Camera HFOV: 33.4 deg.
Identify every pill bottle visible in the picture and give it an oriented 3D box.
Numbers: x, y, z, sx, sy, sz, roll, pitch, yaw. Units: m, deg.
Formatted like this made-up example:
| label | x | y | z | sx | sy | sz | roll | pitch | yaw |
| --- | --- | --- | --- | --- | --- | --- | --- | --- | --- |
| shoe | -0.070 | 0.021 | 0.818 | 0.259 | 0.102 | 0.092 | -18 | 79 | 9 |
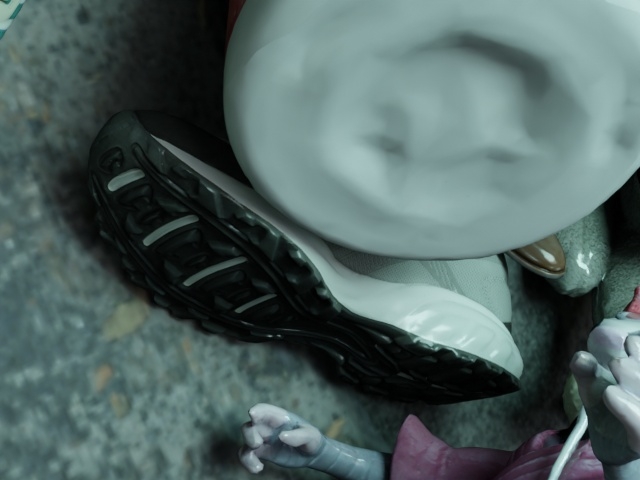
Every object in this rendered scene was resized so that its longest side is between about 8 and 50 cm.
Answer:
| label | x | y | z | sx | sy | sz | roll | pitch | yaw |
| --- | --- | --- | --- | --- | --- | --- | --- | --- | --- |
| pill bottle | 0.048 | -0.162 | 0.510 | 0.176 | 0.176 | 0.319 | 28 | 42 | -29 |

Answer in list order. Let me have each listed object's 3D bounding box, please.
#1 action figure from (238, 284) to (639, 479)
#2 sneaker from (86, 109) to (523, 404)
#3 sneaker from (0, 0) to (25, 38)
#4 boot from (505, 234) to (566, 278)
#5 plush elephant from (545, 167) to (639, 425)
| label | x | y | z | sx | sy | sz | roll | pitch | yaw |
| --- | --- | --- | --- | --- | --- | --- | --- | --- | --- |
| action figure | 0.090 | 0.179 | 0.450 | 0.276 | 0.248 | 0.370 | 45 | 74 | -15 |
| sneaker | 0.000 | 0.000 | 0.551 | 0.271 | 0.100 | 0.108 | 28 | 56 | -35 |
| sneaker | -0.152 | -0.120 | 0.464 | 0.057 | 0.075 | 0.161 | 32 | 64 | -27 |
| boot | 0.124 | -0.051 | 0.568 | 0.037 | 0.114 | 0.106 | -17 | 63 | -46 |
| plush elephant | 0.226 | -0.100 | 0.629 | 0.255 | 0.271 | 0.330 | 55 | 26 | -31 |
